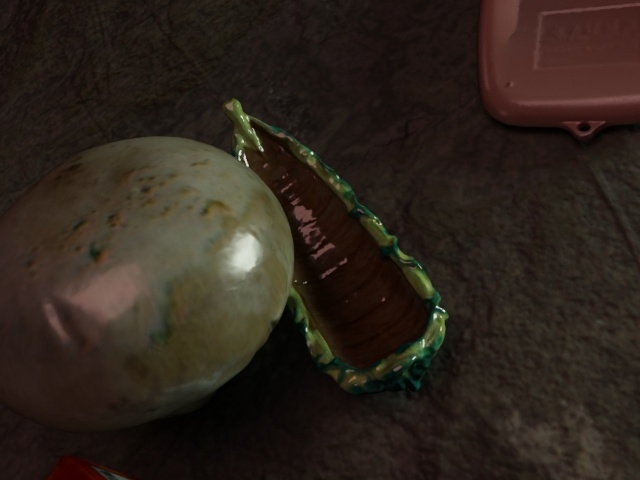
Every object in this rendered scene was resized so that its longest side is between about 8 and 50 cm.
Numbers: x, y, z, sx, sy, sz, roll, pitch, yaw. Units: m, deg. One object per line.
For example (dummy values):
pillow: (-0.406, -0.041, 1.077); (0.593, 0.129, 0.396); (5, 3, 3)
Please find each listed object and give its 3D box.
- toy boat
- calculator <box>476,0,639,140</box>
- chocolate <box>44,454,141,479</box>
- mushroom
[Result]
toy boat: (0.002, 0.003, 0.641); (0.108, 0.099, 0.293); (-33, 59, 0)
calculator: (0.252, -0.230, 0.703); (0.220, 0.048, 0.330); (2, 63, 24)
chocolate: (-0.154, 0.266, 0.479); (0.235, 0.108, 0.237); (-53, 28, -19)
mushroom: (-0.130, 0.050, 0.592); (0.243, 0.243, 0.243); (-12, 56, 18)
